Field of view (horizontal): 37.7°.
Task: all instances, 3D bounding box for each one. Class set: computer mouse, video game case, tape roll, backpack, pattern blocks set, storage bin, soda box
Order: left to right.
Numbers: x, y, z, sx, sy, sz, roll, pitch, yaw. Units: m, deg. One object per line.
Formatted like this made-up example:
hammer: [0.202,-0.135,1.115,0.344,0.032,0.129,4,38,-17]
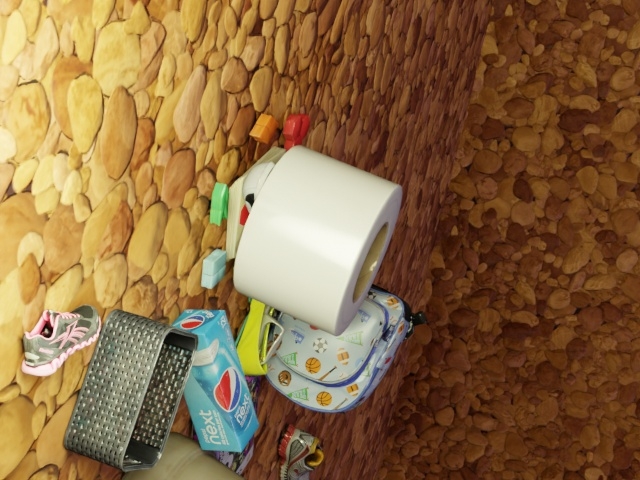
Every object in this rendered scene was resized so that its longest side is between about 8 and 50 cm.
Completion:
storage bin: [-0.233,0.187,1.171,0.122,0.084,0.180,40,66,-73]
soda box: [-0.157,0.205,1.367,0.067,0.071,0.210,-53,136,-53]
video game case: [-0.168,0.351,1.647,0.210,0.041,0.232,-51,153,-57]
pattern blocks set: [-0.103,-0.063,1.480,0.325,0.026,0.286,-34,138,-67]
computer mouse: [-0.087,-0.067,1.408,0.193,0.042,0.106,83,32,-67]
tape roll: [0.000,0.000,1.400,0.246,0.169,0.246,-60,166,-26]
backpack: [0.021,0.193,1.775,0.264,0.276,0.213,-68,160,3]

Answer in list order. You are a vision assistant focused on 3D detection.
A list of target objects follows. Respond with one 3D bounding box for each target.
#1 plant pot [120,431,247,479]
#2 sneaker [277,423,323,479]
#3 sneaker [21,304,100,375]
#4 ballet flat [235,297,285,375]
plant pot: [-0.155,0.484,1.386,0.323,0.280,0.323,17,90,-74]
sneaker: [-0.042,0.512,2.162,0.225,0.092,0.088,87,25,-52]
sneaker: [-0.278,0.094,1.005,0.119,0.047,0.057,-51,142,-57]
ballet flat: [-0.092,0.124,1.614,0.077,0.077,0.231,3,103,-74]
